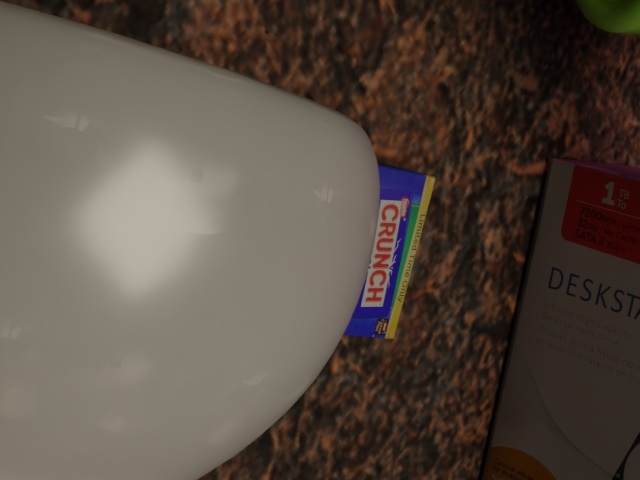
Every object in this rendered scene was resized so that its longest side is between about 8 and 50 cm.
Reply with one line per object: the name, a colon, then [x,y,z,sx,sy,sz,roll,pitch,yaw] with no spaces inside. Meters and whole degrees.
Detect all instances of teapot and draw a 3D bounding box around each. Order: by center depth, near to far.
teapot: [-0.108,0.022,0.506,0.256,0.252,0.187,16,90,-31]

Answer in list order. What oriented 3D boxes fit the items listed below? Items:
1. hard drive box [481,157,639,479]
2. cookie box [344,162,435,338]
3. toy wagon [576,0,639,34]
hard drive box: [0.203,0.084,0.858,0.089,0.181,0.232,3,102,-42]
cookie box: [0.000,0.000,0.741,0.107,0.040,0.092,8,98,-44]
toy wagon: [0.233,-0.147,0.765,0.267,0.068,0.344,-2,67,-42]
